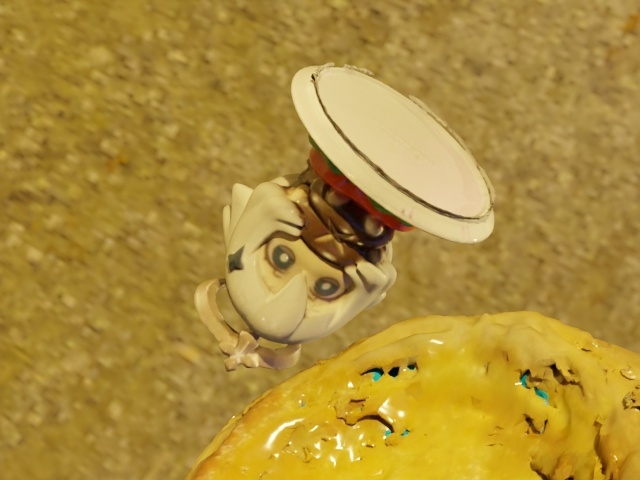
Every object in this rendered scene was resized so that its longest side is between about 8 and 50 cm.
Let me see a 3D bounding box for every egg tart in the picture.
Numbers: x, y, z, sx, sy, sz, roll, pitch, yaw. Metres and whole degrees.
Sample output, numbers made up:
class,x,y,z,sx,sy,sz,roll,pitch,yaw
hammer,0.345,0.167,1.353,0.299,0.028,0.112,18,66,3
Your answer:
class,x,y,z,sx,sy,sz,roll,pitch,yaw
egg tart,0.050,0.152,0.845,0.291,0.291,0.107,-42,126,-22

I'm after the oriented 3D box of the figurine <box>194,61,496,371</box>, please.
class,x,y,z,sx,sy,sz,roll,pitch,yaw
figurine,0.000,0.000,0.994,0.132,0.132,0.154,10,128,-48
